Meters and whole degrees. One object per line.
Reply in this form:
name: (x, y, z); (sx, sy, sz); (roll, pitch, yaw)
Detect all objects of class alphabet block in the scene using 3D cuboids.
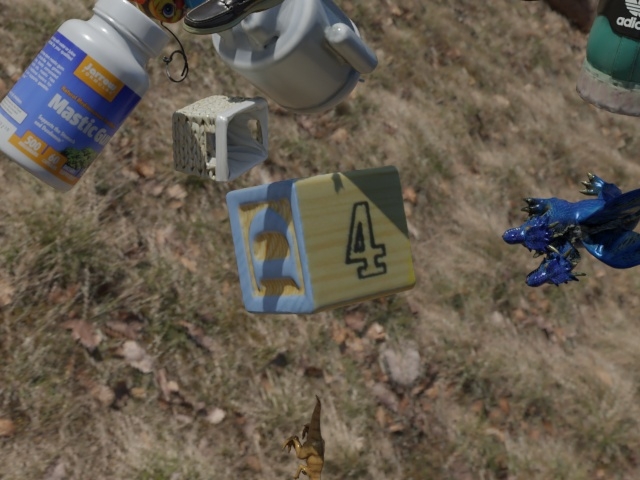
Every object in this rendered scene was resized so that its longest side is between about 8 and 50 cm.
alphabet block: (0.000, 0.000, 1.367); (0.197, 0.192, 0.194); (-11, 95, -37)

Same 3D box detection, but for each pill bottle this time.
pill bottle: (-0.342, -0.219, 1.308); (0.152, 0.272, 0.152); (38, 0, 0)

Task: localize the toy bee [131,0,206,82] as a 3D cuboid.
toy bee: (-0.268, -0.461, 1.667); (0.162, 0.195, 0.299); (7, 82, -54)

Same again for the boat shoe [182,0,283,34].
boat shoe: (-0.105, -0.297, 1.104); (0.152, 0.056, 0.049); (-36, 144, -31)

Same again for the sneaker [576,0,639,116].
sneaker: (0.313, -0.218, 0.831); (0.302, 0.108, 0.121); (-50, 154, -53)

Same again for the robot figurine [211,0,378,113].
robot figurine: (-0.050, -0.342, 1.567); (0.353, 0.299, 0.200); (29, 82, -60)

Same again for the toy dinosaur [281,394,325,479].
toy dinosaur: (-0.011, 0.333, 1.498); (0.064, 0.112, 0.212); (-4, 102, -28)

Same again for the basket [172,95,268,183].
basket: (-0.165, -0.173, 1.508); (0.167, 0.103, 0.113); (-42, 137, -61)

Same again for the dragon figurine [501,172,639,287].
dragon figurine: (0.318, -0.019, 0.995); (0.289, 0.144, 0.085); (-14, 105, -13)
